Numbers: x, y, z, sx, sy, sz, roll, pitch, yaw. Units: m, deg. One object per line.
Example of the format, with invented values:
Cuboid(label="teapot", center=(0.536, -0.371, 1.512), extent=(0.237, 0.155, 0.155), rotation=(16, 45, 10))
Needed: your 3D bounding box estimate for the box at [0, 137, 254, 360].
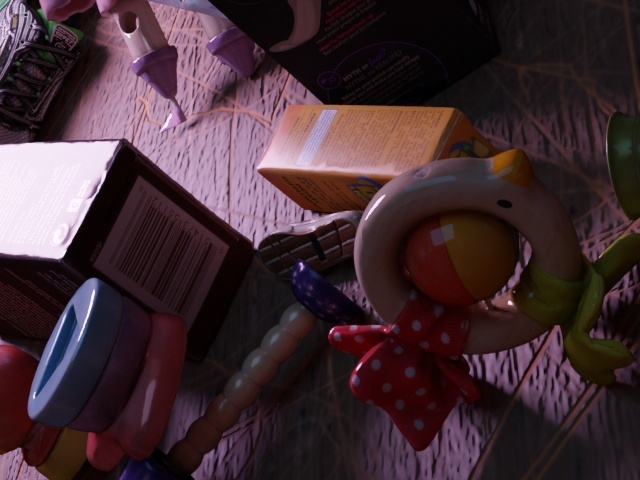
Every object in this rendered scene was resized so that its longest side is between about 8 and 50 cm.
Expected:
Cuboid(label="box", center=(-0.265, 0.006, 1.663), extent=(0.381, 0.191, 0.143), rotation=(1, 59, 47))

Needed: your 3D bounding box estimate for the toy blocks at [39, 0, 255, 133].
Cuboid(label="toy blocks", center=(-0.111, -0.296, 1.786), extent=(0.288, 0.260, 0.309), rotation=(-30, -4, 23))

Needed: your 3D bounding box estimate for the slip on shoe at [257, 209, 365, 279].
Cuboid(label="slip on shoe", center=(0.000, 0.000, 1.505), extent=(0.135, 0.051, 0.041), rotation=(-22, 3, 46))

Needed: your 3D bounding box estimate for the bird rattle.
Cuboid(label="bird rattle", center=(0.110, 0.028, 1.231), extent=(0.253, 0.207, 0.143), rotation=(-13, 31, 30))

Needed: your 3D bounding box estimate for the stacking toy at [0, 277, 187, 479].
Cuboid(label="stacking toy", center=(-0.250, 0.183, 1.452), extent=(0.309, 0.130, 0.280), rotation=(-38, 32, 54))

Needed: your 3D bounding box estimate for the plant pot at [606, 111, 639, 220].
Cuboid(label="plant pot", center=(0.264, -0.061, 1.244), extent=(0.079, 0.083, 0.083), rotation=(-9, 51, 27))

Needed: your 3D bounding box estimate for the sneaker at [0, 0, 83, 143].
Cuboid(label="sneaker", center=(-0.370, -0.208, 2.020), extent=(0.146, 0.134, 0.344), rotation=(-25, 42, 31))

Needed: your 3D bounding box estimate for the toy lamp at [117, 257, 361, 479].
Cuboid(label="toy lamp", center=(-0.080, 0.141, 1.433), extent=(0.275, 0.080, 0.080), rotation=(-50, 35, -2))

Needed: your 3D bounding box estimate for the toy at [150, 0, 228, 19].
Cuboid(label="toy", center=(-0.119, -0.338, 1.586), extent=(0.136, 0.056, 0.237), rotation=(16, 99, 24))

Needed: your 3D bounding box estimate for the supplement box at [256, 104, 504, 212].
Cuboid(label="supplement box", center=(0.050, -0.069, 1.478), extent=(0.233, 0.078, 0.080), rotation=(4, 62, 50))

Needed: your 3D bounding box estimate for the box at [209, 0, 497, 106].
Cuboid(label="box", center=(0.012, -0.250, 1.514), extent=(0.165, 0.270, 0.143), rotation=(-32, 40, 24))
